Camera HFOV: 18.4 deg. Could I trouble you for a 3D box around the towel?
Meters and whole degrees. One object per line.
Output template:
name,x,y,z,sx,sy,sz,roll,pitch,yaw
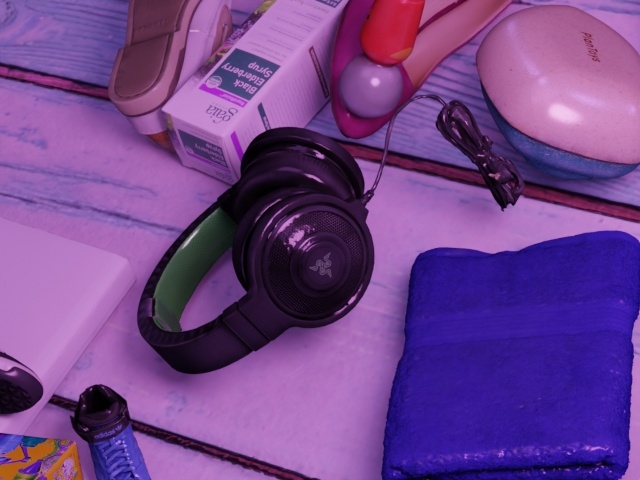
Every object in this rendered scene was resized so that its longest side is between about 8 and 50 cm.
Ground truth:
towel,0.182,0.118,1.830,0.228,0.076,0.308,-6,37,17

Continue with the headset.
headset,0.000,0.000,1.956,0.394,0.185,0.243,-36,26,16

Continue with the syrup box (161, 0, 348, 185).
syrup box,-0.058,-0.175,2.174,0.093,0.096,0.237,24,60,33

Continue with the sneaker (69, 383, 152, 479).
sneaker,-0.199,0.204,1.893,0.058,0.084,0.152,-20,47,0

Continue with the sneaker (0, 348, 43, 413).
sneaker,-0.363,0.097,1.978,0.235,0.084,0.097,15,55,29

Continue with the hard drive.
hard drive,-0.379,0.130,2.045,0.233,0.047,0.353,16,57,30

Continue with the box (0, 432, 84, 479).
box,-0.390,0.304,1.740,0.290,0.177,0.279,4,26,22

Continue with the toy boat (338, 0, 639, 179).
toy boat,0.184,-0.158,2.016,0.318,0.148,0.267,16,29,-6

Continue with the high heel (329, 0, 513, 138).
high heel,0.140,-0.248,2.145,0.181,0.127,0.377,-2,45,31

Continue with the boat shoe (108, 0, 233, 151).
boat shoe,-0.156,-0.233,2.253,0.113,0.103,0.302,-6,48,31
